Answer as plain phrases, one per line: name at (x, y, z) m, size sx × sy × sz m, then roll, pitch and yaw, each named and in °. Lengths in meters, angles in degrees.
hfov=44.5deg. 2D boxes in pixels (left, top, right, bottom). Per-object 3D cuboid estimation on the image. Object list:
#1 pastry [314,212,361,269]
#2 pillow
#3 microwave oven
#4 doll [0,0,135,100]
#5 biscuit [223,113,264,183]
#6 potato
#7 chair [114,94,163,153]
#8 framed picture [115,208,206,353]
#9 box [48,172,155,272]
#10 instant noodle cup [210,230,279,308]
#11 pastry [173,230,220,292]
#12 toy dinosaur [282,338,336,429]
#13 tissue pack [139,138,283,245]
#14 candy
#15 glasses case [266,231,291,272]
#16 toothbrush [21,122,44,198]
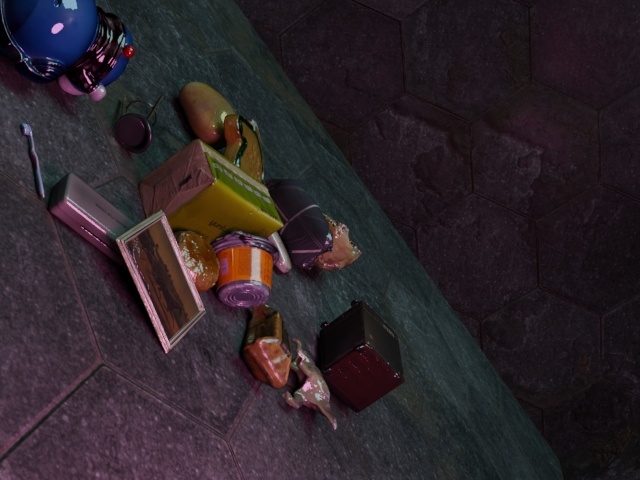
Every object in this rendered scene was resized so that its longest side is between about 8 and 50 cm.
pastry at (-0.003, -0.002, 2.486) m, size 0.256 × 0.170 × 0.237 m, roll 40°, pitch 0°, yaw 27°
pillow at (-0.078, -0.064, 2.352) m, size 0.335 × 0.161 × 0.092 m, roll 58°, pitch 8°, yaw 29°
microwave oven at (0.100, 0.317, 2.150) m, size 0.178 × 0.188 × 0.247 m, roll 49°, pitch 18°, yaw -20°
doll at (-0.563, -0.458, 1.677) m, size 0.310 × 0.240 × 0.284 m, roll 26°, pitch 62°, yaw -48°
biscuit at (-0.220, -0.237, 2.271) m, size 0.343 × 0.057 × 0.287 m, roll -76°, pitch 160°, yaw -58°
potato at (-0.333, -0.378, 2.345) m, size 0.233 × 0.146 × 0.150 m, roll 62°, pitch -15°, yaw 19°
chair at (-0.456, -0.297, 1.939) m, size 0.095 × 0.104 × 0.221 m, roll 21°, pitch 25°, yaw -18°
framed picture at (-0.317, 0.078, 1.599) m, size 0.197 × 0.014 × 0.252 m, roll -52°, pitch 123°, yaw -66°
box at (-0.430, -0.027, 1.566) m, size 0.244 × 0.055 × 0.103 m, roll 44°, pitch 21°, yaw -34°
instant noodle cup at (-0.184, 0.084, 1.869) m, size 0.208 × 0.178 × 0.125 m, roll 55°, pitch 25°, yaw -54°
pastry at (-0.289, 0.048, 1.764) m, size 0.153 × 0.081 × 0.153 m, roll 53°, pitch 17°, yaw -24°
toy dinosaur at (-0.030, 0.345, 1.934) m, size 0.162 × 0.077 × 0.294 m, roll 48°, pitch 19°, yaw -30°
tissue pack at (-0.260, -0.084, 1.879) m, size 0.275 × 0.200 × 0.167 m, roll 33°, pitch 27°, yaw -52°
candy at (-0.123, 0.233, 1.859) m, size 0.143 × 0.101 × 0.271 m, roll 59°, pitch 10°, yaw -16°
glasses case at (-0.143, 0.001, 2.282) m, size 0.204 × 0.051 × 0.081 m, roll 61°, pitch 10°, yaw 7°
toothbrush at (-0.558, -0.157, 1.523) m, size 0.019 × 0.013 × 0.193 m, roll 20°, pitch 39°, yaw -52°
